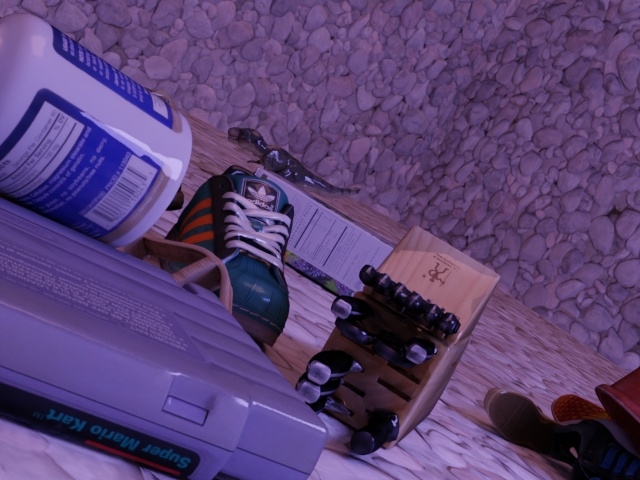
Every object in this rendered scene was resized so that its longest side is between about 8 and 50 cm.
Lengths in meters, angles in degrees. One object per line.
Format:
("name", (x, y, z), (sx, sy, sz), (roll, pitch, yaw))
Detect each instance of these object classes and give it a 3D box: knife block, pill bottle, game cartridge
("knife block", (0.041, 0.116, 0.909), (0.088, 0.242, 0.275), (32, -39, 13))
("pill bottle", (-0.187, -0.082, 0.735), (0.187, 0.112, 0.112), (34, 2, -36))
("game cartridge", (-0.182, 0.025, 0.619), (0.355, 0.068, 0.230), (27, 10, -29))

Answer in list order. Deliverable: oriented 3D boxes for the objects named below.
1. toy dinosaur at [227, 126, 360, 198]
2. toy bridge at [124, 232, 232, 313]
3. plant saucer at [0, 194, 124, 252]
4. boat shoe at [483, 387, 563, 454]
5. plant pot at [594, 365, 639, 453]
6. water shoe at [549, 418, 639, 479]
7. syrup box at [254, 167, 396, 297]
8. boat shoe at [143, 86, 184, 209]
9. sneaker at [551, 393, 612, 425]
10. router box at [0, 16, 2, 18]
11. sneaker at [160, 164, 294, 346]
("toy dinosaur", (-0.062, -0.102, 2.014), (0.268, 0.118, 0.064), (28, 6, -21))
("toy bridge", (-0.105, 0.035, 0.883), (0.188, 0.063, 0.026), (37, -33, 50))
("plant saucer", (-0.218, -0.052, 0.853), (0.200, 0.037, 0.200), (46, 15, -16))
("boat shoe", (0.210, 0.190, 1.200), (0.135, 0.050, 0.045), (38, -4, -39))
("plant pot", (0.469, 0.171, 1.129), (0.272, 0.265, 0.272), (51, 1, -1))
("water shoe", (0.292, 0.244, 1.119), (0.080, 0.073, 0.203), (0, 15, -12))
("syrup box", (0.000, 0.000, 1.544), (0.237, 0.096, 0.093), (31, 4, 15))
("boat shoe", (-0.201, -0.101, 1.165), (0.123, 0.119, 0.324), (5, 7, -11))
("sneaker", (0.378, 0.249, 1.436), (0.175, 0.064, 0.067), (34, -3, 17))
("router box", (-0.436, -0.252, 1.647), (0.301, 0.082, 0.335), (31, 6, 13))
("sneaker", (-0.079, -0.001, 1.030), (0.108, 0.121, 0.302), (27, 6, -20))
